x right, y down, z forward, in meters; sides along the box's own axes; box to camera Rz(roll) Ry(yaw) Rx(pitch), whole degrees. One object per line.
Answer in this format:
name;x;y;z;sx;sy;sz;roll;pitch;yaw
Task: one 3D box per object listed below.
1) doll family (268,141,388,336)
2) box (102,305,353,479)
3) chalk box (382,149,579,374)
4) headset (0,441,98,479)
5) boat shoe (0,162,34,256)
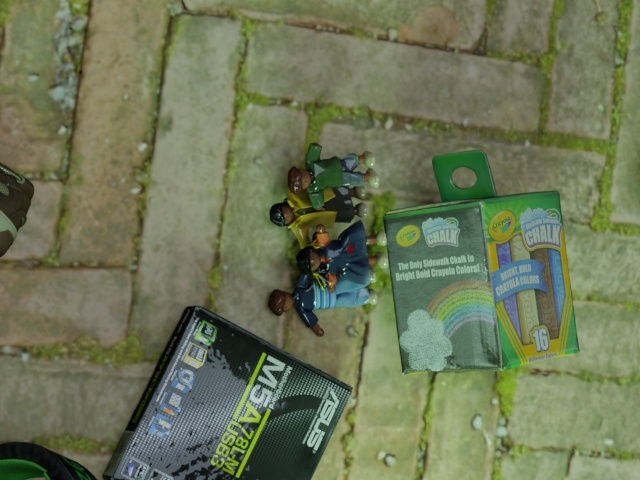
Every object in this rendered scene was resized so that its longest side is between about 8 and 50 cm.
doll family;0.000;0.000;1.850;0.111;0.076;0.193;-11;94;-27
box;-0.088;0.186;1.818;0.184;0.045;0.190;30;78;-15
chalk box;0.156;0.018;1.859;0.132;0.132;0.213;-6;90;-47
headset;-0.340;0.342;1.605;0.185;0.243;0.394;31;101;-43
boat shoe;-0.371;-0.093;1.706;0.257;0.095;0.095;42;59;-21
